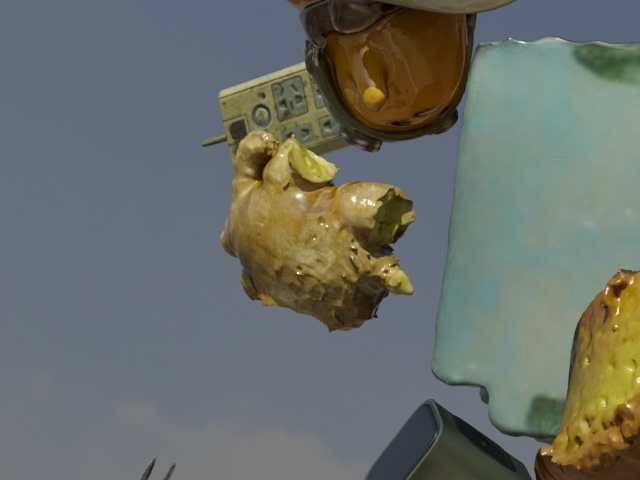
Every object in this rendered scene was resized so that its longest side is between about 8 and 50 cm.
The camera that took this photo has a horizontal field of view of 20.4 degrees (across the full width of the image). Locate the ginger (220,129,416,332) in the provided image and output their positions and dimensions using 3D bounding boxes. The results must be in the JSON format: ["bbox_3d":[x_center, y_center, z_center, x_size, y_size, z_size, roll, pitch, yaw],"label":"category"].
[{"bbox_3d":[0.000,0.000,1.568,0.216,0.157,0.102,29,17,30],"label":"ginger"}]

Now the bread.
[{"bbox_3d":[0.213,0.109,1.107,0.147,0.160,0.260,8,-26,9],"label":"bread"}]

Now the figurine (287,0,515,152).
[{"bbox_3d":[0.022,-0.151,1.091,0.250,0.167,0.141,42,-38,39],"label":"figurine"}]

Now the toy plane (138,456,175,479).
[{"bbox_3d":[-0.217,0.325,1.592,0.088,0.212,0.267,32,-61,2],"label":"toy plane"}]

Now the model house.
[{"bbox_3d":[0.297,0.034,1.612,0.297,0.360,0.339,2,-11,21],"label":"model house"}]

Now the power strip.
[{"bbox_3d":[-0.014,-0.125,1.720,0.268,0.092,0.034,-15,-4,36],"label":"power strip"}]

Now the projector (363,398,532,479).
[{"bbox_3d":[0.085,0.168,1.195,0.082,0.083,0.083,36,8,-11],"label":"projector"}]
